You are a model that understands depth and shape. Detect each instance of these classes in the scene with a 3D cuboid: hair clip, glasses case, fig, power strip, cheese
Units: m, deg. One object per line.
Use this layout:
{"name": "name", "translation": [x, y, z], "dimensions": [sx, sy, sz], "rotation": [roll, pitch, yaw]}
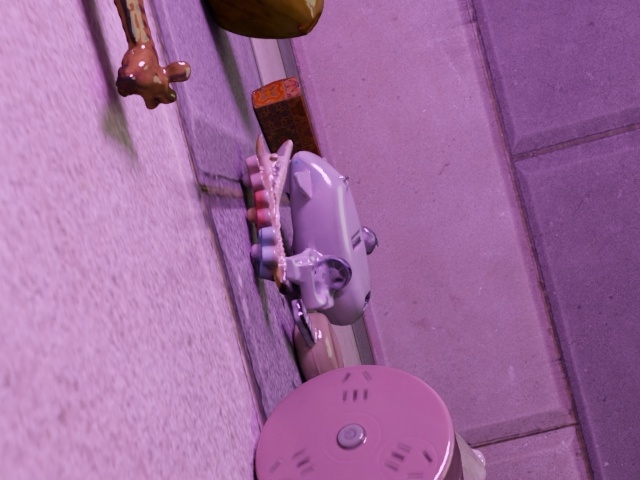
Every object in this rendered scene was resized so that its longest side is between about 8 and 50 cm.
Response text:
{"name": "hair clip", "translation": [-0.059, -0.036, 0.740], "dimensions": [0.062, 0.056, 0.214], "rotation": [96, -5, -53]}
{"name": "glasses case", "translation": [-0.043, -0.159, 1.112], "dimensions": [0.218, 0.075, 0.049], "rotation": [70, 6, -50]}
{"name": "fig", "translation": [-0.069, -0.316, 0.832], "dimensions": [0.166, 0.154, 0.144], "rotation": [32, 18, 2]}
{"name": "power strip", "translation": [0.029, 0.172, 0.516], "dimensions": [0.154, 0.154, 0.078], "rotation": [-98, 174, -56]}
{"name": "cheese", "translation": [-0.007, 0.129, 0.831], "dimensions": [0.171, 0.048, 0.092], "rotation": [62, 11, -72]}

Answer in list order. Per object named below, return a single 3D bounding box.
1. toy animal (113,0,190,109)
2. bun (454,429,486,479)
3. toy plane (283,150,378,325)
{"name": "toy animal", "translation": [-0.133, -0.212, 0.374], "dimensions": [0.149, 0.054, 0.275], "rotation": [-92, 168, -57]}
{"name": "bun", "translation": [0.103, 0.294, 0.787], "dimensions": [0.293, 0.187, 0.293], "rotation": [-13, 90, -83]}
{"name": "toy plane", "translation": [0.004, 0.000, 0.948], "dimensions": [0.252, 0.118, 0.252], "rotation": [-11, 90, -68]}
